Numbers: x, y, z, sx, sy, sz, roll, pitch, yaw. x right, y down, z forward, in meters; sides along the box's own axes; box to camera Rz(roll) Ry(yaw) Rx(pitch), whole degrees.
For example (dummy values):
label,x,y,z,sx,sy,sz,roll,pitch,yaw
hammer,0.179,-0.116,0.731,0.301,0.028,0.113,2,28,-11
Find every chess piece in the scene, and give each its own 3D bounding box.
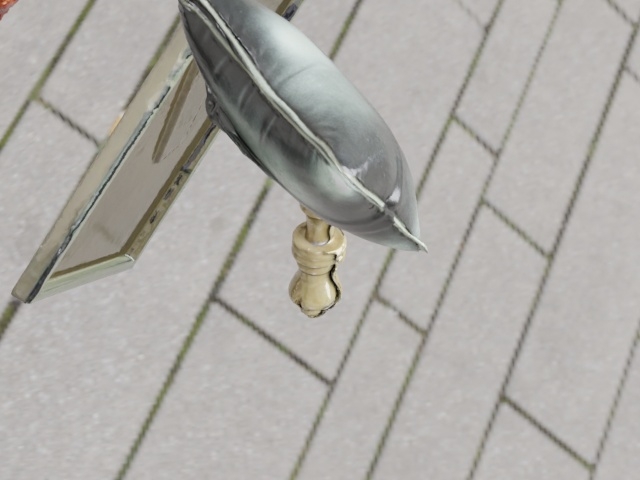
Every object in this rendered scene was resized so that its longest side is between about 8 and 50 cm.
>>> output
label,x,y,z,sx,sy,sz,roll,pitch,yaw
chess piece,-0.001,0.000,1.271,0.060,0.060,0.172,-34,143,-36

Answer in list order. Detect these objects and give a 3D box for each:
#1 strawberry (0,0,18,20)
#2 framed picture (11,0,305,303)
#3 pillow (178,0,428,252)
label,x,y,z,sx,sy,sz,roll,pitch,yaw
strawberry,-0.259,-0.241,1.069,0.107,0.175,0.236,-3,85,0
framed picture,-0.102,-0.095,1.079,0.024,0.232,0.315,36,100,5
pillow,-0.007,-0.052,0.608,0.055,0.091,0.136,-31,57,-19
